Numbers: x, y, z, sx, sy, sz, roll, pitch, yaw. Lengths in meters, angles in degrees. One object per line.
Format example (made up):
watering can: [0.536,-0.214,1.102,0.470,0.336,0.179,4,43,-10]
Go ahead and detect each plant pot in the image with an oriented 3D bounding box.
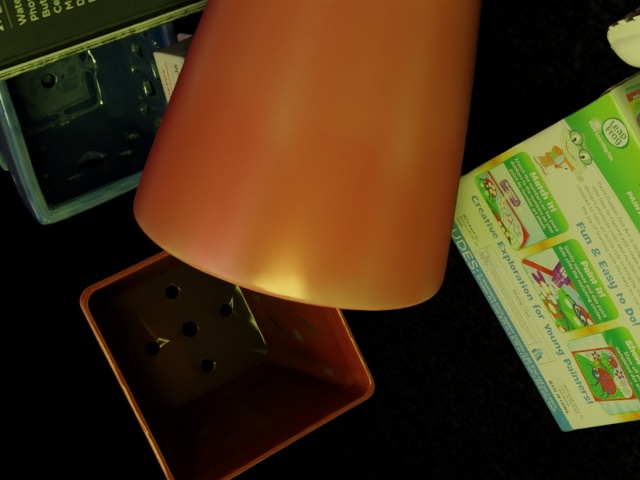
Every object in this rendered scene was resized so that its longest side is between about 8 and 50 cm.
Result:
plant pot: [0.002,-0.111,0.816,0.275,0.275,0.243,31,115,40]
plant pot: [-0.137,0.120,1.259,0.267,0.267,0.235,66,161,-8]
plant pot: [-0.313,-0.191,1.272,0.212,0.236,0.236,30,139,49]

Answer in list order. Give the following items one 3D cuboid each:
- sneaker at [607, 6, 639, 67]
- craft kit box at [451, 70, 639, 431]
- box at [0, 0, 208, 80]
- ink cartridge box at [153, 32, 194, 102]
sneaker: [0.272,-0.124,0.594,0.235,0.090,0.095,-3,122,59]
craft kit box: [0.225,0.023,0.815,0.250,0.061,0.246,61,152,0]
box: [-0.355,-0.339,0.961,0.480,0.471,0.297,20,131,47]
ink cartridge box: [-0.120,-0.165,1.156,0.198,0.067,0.115,22,133,48]
